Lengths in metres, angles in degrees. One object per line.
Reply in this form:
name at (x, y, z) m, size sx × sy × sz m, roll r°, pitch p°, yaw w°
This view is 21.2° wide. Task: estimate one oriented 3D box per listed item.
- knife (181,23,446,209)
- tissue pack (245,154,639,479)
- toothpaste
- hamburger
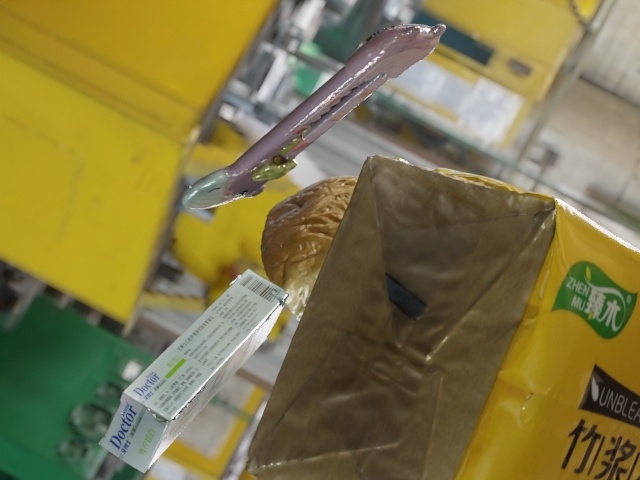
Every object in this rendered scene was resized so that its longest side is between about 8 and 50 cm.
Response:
knife at (-0.012, -0.126, 1.864) m, size 0.132 × 0.038 × 0.398 m, roll -12°, pitch 161°, yaw -44°
tissue pack at (0.169, 0.132, 1.391) m, size 0.382 × 0.228 × 0.293 m, roll 26°, pitch 86°, yaw -45°
toothpaste at (-0.134, 0.137, 1.910) m, size 0.081 × 0.067 × 0.336 m, roll -64°, pitch 171°, yaw 30°
hamburger at (0.000, 0.000, 2.157) m, size 0.155 × 0.135 × 0.208 m, roll -36°, pitch -176°, yaw 24°
